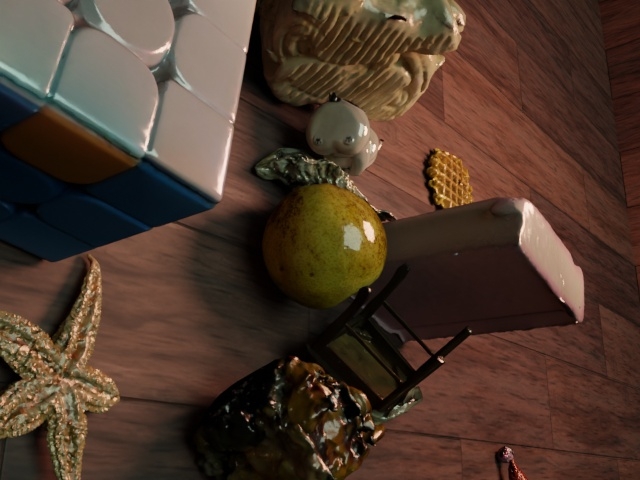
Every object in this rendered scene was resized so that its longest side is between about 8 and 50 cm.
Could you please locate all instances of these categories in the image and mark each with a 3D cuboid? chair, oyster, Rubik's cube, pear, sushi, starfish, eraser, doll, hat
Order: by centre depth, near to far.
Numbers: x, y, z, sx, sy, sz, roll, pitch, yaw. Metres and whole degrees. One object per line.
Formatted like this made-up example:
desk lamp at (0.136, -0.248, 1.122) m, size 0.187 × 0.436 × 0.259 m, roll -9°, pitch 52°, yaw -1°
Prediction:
Rubik's cube at (-0.275, -0.181, 0.730) m, size 0.290 × 0.292 × 0.291 m, roll 33°, pitch 53°, yaw -41°
starfish at (-0.306, 0.136, 0.789) m, size 0.231 × 0.048 × 0.295 m, roll 27°, pitch 57°, yaw -45°
sushi at (-0.031, 0.264, 0.980) m, size 0.204 × 0.200 × 0.213 m, roll -41°, pitch 111°, yaw -54°
pear at (0.000, 0.000, 1.116) m, size 0.197 × 0.197 × 0.197 m, roll 21°, pitch 62°, yaw -47°
chair at (0.071, 0.214, 1.139) m, size 0.186 × 0.319 × 0.160 m, roll 45°, pitch 32°, yaw 14°
oyster at (0.028, -0.088, 1.235) m, size 0.199 × 0.087 × 0.252 m, roll 37°, pitch 12°, yaw 19°
doll at (0.044, -0.175, 1.254) m, size 0.181 × 0.110 × 0.106 m, roll 48°, pitch 45°, yaw -66°
eraser at (0.240, 0.063, 1.263) m, size 0.272 × 0.359 × 0.122 m, roll 43°, pitch 48°, yaw -35°
hat at (0.459, 0.563, 1.589) m, size 0.129 × 0.140 × 0.227 m, roll 6°, pitch 61°, yaw -62°

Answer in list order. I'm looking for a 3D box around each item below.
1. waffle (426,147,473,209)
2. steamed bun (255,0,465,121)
waffle at (0.304, -0.128, 1.675) m, size 0.191 × 0.038 × 0.191 m, roll 21°, pitch 63°, yaw -48°
steamed bun at (0.056, -0.381, 1.193) m, size 0.394 × 0.347 × 0.237 m, roll 41°, pitch 40°, yaw -62°
